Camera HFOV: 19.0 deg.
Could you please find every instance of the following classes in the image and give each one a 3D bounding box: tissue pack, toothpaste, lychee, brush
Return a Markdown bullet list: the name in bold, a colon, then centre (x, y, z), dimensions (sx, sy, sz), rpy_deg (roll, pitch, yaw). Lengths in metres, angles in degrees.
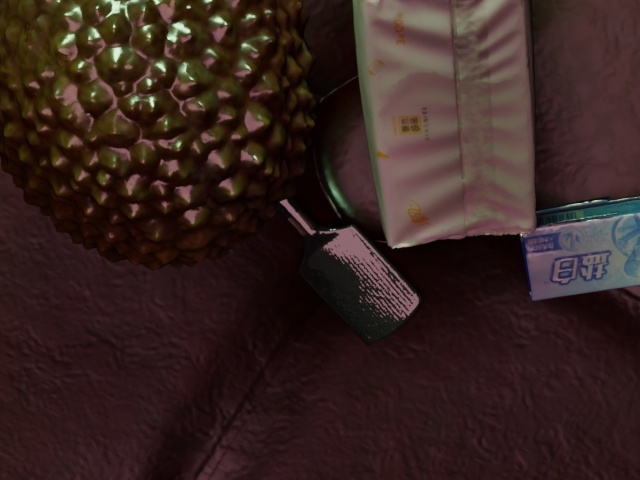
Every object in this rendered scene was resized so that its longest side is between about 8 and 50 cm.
- **tissue pack**: centre (0.089, -0.140, 1.357), dimensions (0.124, 0.185, 0.225), rpy_deg (-5, 132, 4)
- **toothpaste**: centre (0.293, -0.006, 1.487), dimensions (0.272, 0.053, 0.066), rpy_deg (-8, 106, 7)
- **lychee**: centre (-0.116, -0.112, 1.379), dimensions (0.267, 0.267, 0.267), rpy_deg (1, 107, 4)
- **brush**: centre (0.000, 0.000, 1.532), dimensions (0.063, 0.016, 0.193), rpy_deg (-40, 100, 14)
